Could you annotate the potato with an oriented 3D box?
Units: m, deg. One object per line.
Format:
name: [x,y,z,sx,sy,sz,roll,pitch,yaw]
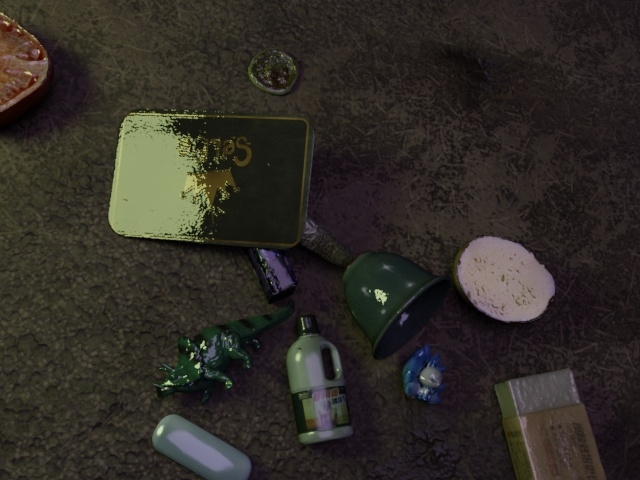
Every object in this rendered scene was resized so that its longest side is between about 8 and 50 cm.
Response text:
potato: [0.349,0.079,1.460,0.200,0.081,0.164,31,78,2]

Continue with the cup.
cup: [0.117,0.094,1.369,0.199,0.199,0.150,-38,66,-19]

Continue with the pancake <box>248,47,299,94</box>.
pancake: [-0.094,-0.345,1.531,0.108,0.017,0.108,3,76,-13]

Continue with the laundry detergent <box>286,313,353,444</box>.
laundry detergent: [-0.008,0.243,1.341,0.099,0.070,0.225,-9,74,-5]

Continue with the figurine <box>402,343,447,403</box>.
figurine: [0.191,0.240,1.376,0.114,0.079,0.114,3,84,-35]

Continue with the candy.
candy: [-0.128,-0.038,1.390,0.061,0.088,0.312,-21,79,-15]

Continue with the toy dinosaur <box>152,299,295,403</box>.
toy dinosaur: [-0.153,0.199,1.321,0.292,0.079,0.120,-19,80,-20]

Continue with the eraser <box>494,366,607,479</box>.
eraser: [0.431,0.415,1.374,0.144,0.078,0.343,-7,74,-14]

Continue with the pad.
pad: [-0.202,-0.151,1.338,0.375,0.063,0.315,3,82,9]

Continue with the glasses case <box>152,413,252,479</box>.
glasses case: [-0.200,0.359,1.277,0.178,0.045,0.067,30,70,-1]

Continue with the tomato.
tomato: [-0.605,-0.303,1.372,0.237,0.095,0.236,3,69,-8]

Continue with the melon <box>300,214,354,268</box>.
melon: [-0.002,-0.001,1.406,0.182,0.098,0.054,37,93,1]
